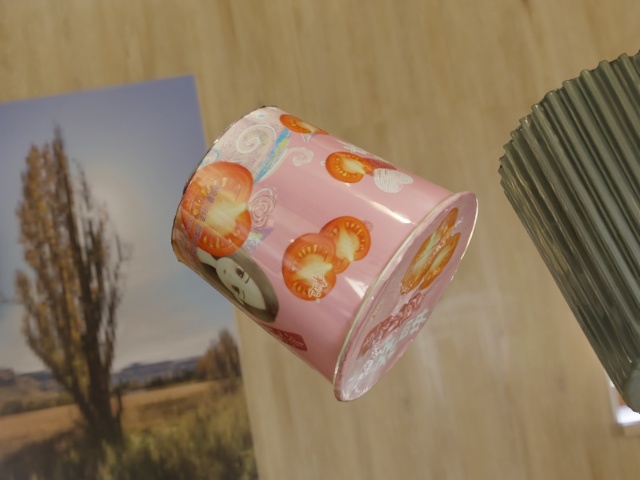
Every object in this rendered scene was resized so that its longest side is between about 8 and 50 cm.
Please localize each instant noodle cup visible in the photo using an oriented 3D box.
[{"bbox_3d":[0.000,0.000,1.125,0.231,0.243,0.243,33,8,19],"label":"instant noodle cup"}]

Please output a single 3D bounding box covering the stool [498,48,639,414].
[{"bbox_3d":[0.396,-0.001,1.270,0.297,0.330,0.297,-11,-36,-8],"label":"stool"}]
